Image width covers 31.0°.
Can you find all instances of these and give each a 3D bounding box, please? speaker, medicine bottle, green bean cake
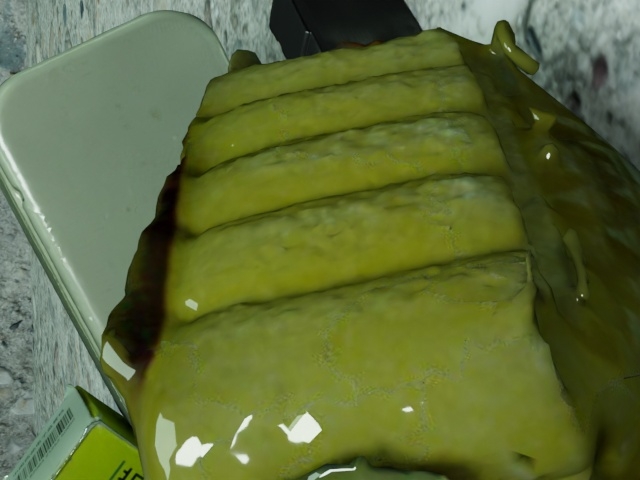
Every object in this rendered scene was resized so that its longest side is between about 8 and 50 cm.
[{"bbox_3d":[0.037,-0.090,0.725,0.044,0.082,0.218,105,152,-42],"label":"speaker"},{"bbox_3d":[-0.177,0.272,1.136,0.137,0.250,0.141,-53,20,-5],"label":"medicine bottle"},{"bbox_3d":[0.066,0.068,0.508,0.310,0.202,0.285,-87,-20,-53],"label":"green bean cake"}]

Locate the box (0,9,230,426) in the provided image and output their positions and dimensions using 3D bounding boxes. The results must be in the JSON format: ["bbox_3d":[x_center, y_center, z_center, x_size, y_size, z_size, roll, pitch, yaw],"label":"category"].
[{"bbox_3d":[-0.138,0.017,0.962,0.352,0.177,0.344,63,164,-10],"label":"box"}]
